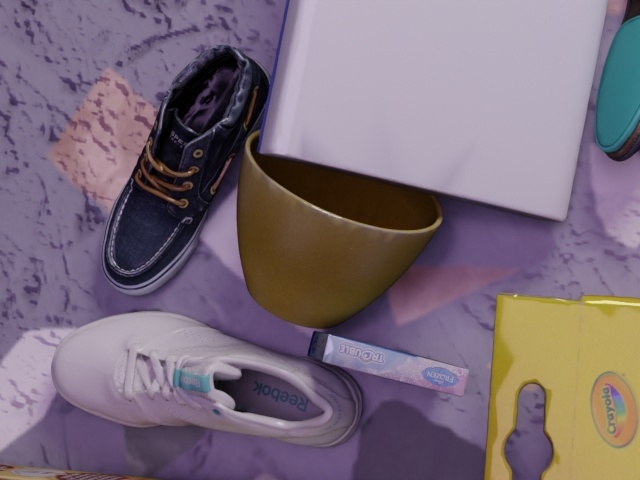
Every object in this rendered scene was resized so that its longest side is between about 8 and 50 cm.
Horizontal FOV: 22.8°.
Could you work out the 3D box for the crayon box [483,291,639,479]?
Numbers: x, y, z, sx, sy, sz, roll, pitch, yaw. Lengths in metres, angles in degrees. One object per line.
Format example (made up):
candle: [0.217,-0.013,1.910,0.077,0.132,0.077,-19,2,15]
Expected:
crayon box: [0.262,0.140,0.981,0.318,0.081,0.202,5,85,9]

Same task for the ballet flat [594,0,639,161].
ballet flat: [0.228,-0.144,1.024,0.074,0.074,0.203,8,81,10]

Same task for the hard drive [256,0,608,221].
hard drive: [0.091,-0.188,1.007,0.210,0.040,0.319,12,88,-23]

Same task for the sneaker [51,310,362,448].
sneaker: [-0.081,0.090,1.034,0.212,0.094,0.080,7,87,10]

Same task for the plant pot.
plant pot: [0.000,0.000,1.024,0.134,0.134,0.095,26,113,11]

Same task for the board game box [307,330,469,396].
board game box: [0.041,0.078,1.007,0.090,0.090,0.020,15,87,-6]

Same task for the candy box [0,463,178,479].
candy box: [-0.112,0.248,1.026,0.316,0.087,0.183,4,86,10]

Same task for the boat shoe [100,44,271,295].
boat shoe: [-0.099,-0.049,1.056,0.065,0.083,0.183,30,90,11]
